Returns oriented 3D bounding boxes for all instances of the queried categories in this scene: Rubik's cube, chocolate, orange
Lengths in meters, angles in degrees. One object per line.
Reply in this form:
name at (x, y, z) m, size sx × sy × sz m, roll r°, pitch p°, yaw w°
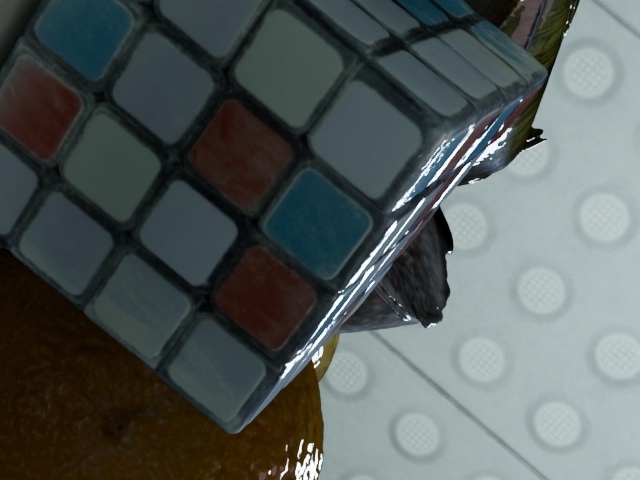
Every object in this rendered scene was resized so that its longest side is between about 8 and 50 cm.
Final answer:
Rubik's cube at (-0.043, -0.076, 0.946) m, size 0.253 × 0.259 × 0.256 m, roll -55°, pitch 172°, yaw 24°
chocolate at (-0.022, -0.024, 1.433) m, size 0.213 × 0.303 × 0.303 m, roll -19°, pitch -175°, yaw 22°
orange at (-0.161, 0.142, 1.117) m, size 0.322 × 0.322 × 0.357 m, roll -49°, pitch -175°, yaw -6°

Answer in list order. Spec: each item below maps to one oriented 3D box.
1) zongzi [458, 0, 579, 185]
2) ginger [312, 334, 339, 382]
zongzi at (0.072, -0.187, 1.570) m, size 0.432 × 0.208 × 0.403 m, roll -21°, pitch 151°, yaw -23°
ginger at (-0.078, 0.108, 1.885) m, size 0.200 × 0.223 × 0.269 m, roll -40°, pitch 171°, yaw -35°
